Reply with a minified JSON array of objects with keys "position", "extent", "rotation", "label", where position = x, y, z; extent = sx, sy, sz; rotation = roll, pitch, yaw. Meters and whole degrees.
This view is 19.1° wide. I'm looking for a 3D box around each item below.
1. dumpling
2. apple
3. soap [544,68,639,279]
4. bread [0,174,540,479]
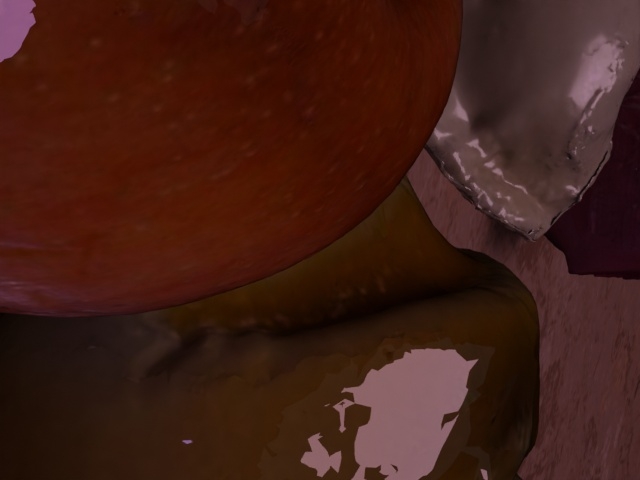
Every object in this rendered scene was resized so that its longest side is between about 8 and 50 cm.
[{"position":[0.092,-0.126,1.071],"extent":[0.172,0.142,0.247],"rotation":[14,72,-39],"label":"dumpling"},{"position":[-0.066,-0.101,0.542],"extent":[0.272,0.206,0.251],"rotation":[71,33,-52],"label":"apple"},{"position":[0.268,-0.121,1.396],"extent":[0.127,0.220,0.325],"rotation":[29,73,-64],"label":"soap"},{"position":[-0.009,0.113,0.788],"extent":[0.300,0.210,0.341],"rotation":[15,86,-66],"label":"bread"}]
